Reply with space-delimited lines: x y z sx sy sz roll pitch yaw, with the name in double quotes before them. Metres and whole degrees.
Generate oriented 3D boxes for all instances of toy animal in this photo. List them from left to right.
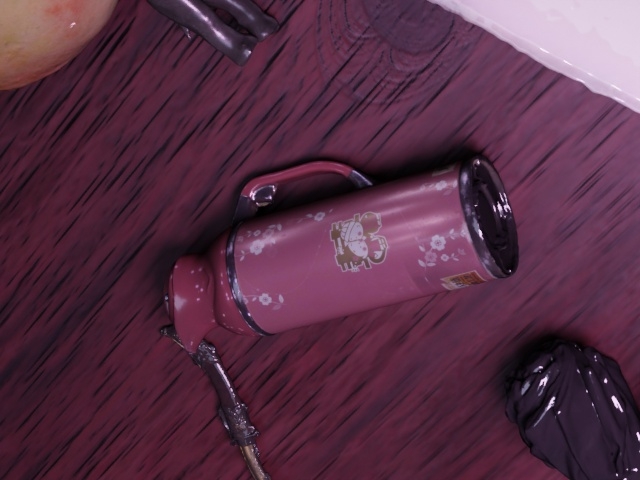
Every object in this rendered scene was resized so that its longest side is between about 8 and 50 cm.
"toy animal" -0.069 -0.258 1.262 0.146 0.114 0.245 40 118 -2

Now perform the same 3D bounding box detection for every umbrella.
"umbrella" 0.294 0.228 1.367 0.118 0.118 0.340 -37 103 27

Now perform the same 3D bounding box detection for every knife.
"knife" -0.084 0.172 1.500 0.045 0.021 0.222 -29 97 25

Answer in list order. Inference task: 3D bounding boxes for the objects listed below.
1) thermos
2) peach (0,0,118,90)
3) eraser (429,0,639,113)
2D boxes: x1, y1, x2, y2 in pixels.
"thermos" -0.001 0.006 1.354 0.330 0.109 0.136 -15 107 23
"peach" -0.296 -0.260 1.271 0.292 0.247 0.292 1 137 1
"eraser" 0.220 -0.244 1.158 0.331 0.150 0.331 6 114 13
